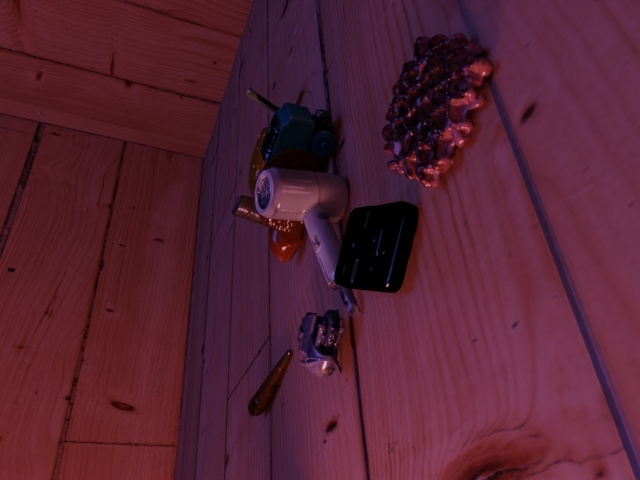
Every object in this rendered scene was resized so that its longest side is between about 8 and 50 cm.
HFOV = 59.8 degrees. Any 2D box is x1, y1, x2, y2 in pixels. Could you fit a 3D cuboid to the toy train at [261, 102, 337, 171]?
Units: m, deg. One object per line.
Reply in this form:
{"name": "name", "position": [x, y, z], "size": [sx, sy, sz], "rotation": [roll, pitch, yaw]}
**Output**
{"name": "toy train", "position": [-0.052, -0.218, 1.299], "size": [0.107, 0.154, 0.198], "rotation": [-109, 36, -50]}

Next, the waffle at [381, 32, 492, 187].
{"name": "waffle", "position": [0.163, -0.200, 0.834], "size": [0.221, 0.055, 0.234], "rotation": [-70, 26, 21]}

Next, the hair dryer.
{"name": "hair dryer", "position": [0.000, 0.000, 1.070], "size": [0.107, 0.173, 0.357], "rotation": [-62, 39, 39]}

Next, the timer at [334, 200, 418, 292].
{"name": "timer", "position": [0.083, 0.009, 0.913], "size": [0.187, 0.055, 0.144], "rotation": [-5, 68, 66]}

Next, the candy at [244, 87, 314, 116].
{"name": "candy", "position": [-0.084, -0.299, 1.323], "size": [0.073, 0.262, 0.077], "rotation": [-38, 58, 21]}

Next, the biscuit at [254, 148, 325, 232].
{"name": "biscuit", "position": [-0.059, -0.105, 1.218], "size": [0.027, 0.188, 0.188], "rotation": [23, 103, 50]}

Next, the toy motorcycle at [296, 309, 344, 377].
{"name": "toy motorcycle", "position": [-0.001, 0.195, 1.061], "size": [0.215, 0.080, 0.122], "rotation": [150, 131, -72]}

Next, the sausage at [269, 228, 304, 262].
{"name": "sausage", "position": [-0.083, -0.037, 1.388], "size": [0.089, 0.089, 0.179], "rotation": [139, 138, -61]}

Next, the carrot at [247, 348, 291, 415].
{"name": "carrot", "position": [-0.122, 0.352, 1.370], "size": [0.049, 0.049, 0.254], "rotation": [-104, 35, -50]}

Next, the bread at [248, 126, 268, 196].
{"name": "bread", "position": [-0.122, -0.202, 1.533], "size": [0.198, 0.120, 0.236], "rotation": [-109, 34, -51]}

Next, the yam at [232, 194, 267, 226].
{"name": "yam", "position": [-0.146, -0.072, 1.474], "size": [0.068, 0.169, 0.068], "rotation": [-53, 26, 39]}
